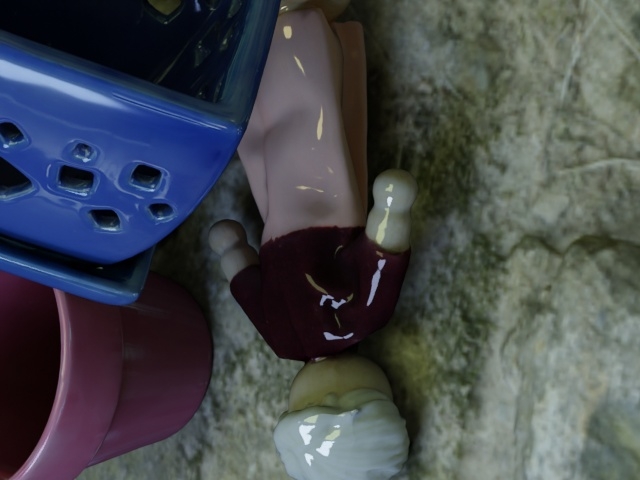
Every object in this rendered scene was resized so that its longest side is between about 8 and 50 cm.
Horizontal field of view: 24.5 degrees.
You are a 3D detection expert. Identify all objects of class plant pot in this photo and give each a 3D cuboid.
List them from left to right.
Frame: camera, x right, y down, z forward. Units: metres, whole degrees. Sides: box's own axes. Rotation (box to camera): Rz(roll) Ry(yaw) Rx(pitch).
[{"bbox_3d":[-0.168,-0.107,0.895,0.212,0.236,0.236,121,164,-44],"label":"plant pot"},{"bbox_3d":[-0.184,0.082,1.050,0.201,0.180,0.201,-4,83,36],"label":"plant pot"}]

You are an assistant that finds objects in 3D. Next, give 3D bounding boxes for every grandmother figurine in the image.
[{"bbox_3d":[0.000,0.000,0.982,0.208,0.104,0.342,-23,72,62],"label":"grandmother figurine"}]
